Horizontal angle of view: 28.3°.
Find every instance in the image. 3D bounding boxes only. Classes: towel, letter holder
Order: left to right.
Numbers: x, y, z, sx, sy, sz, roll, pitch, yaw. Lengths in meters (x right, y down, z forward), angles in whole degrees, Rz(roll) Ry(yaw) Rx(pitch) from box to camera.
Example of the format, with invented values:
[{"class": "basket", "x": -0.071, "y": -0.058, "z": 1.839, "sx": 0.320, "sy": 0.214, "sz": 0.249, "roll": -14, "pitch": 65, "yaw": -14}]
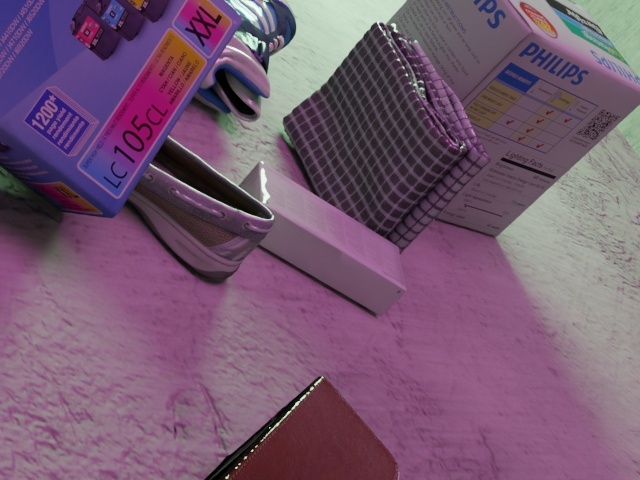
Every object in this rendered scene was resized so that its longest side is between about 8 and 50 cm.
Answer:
[{"class": "letter holder", "x": -0.028, "y": 0.288, "z": 1.089, "sx": 0.214, "sy": 0.152, "sz": 0.302, "roll": 48, "pitch": 26, "yaw": 3}, {"class": "towel", "x": 0.083, "y": -0.145, "z": 1.794, "sx": 0.121, "sy": 0.235, "sz": 0.284, "roll": 9, "pitch": 42, "yaw": -41}]

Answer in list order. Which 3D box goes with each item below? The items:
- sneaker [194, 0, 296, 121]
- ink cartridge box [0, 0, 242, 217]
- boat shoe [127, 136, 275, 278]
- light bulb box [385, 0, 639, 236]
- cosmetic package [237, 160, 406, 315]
[{"class": "sneaker", "x": -0.117, "y": -0.259, "z": 1.829, "sx": 0.322, "sy": 0.130, "sz": 0.236, "roll": 19, "pitch": 50, "yaw": -60}, {"class": "ink cartridge box", "x": -0.309, "y": -0.241, "z": 1.257, "sx": 0.395, "sy": 0.270, "sz": 0.151, "roll": 39, "pitch": -20, "yaw": -28}, {"class": "boat shoe", "x": -0.194, "y": -0.096, "z": 1.466, "sx": 0.320, "sy": 0.103, "sz": 0.118, "roll": 45, "pitch": 26, "yaw": 1}, {"class": "light bulb box", "x": 0.256, "y": -0.226, "z": 2.013, "sx": 0.358, "sy": 0.361, "sz": 0.225, "roll": 14, "pitch": 39, "yaw": -47}, {"class": "cosmetic package", "x": 0.000, "y": 0.000, "z": 1.653, "sx": 0.239, "sy": 0.060, "sz": 0.099, "roll": 31, "pitch": 27, "yaw": -24}]
